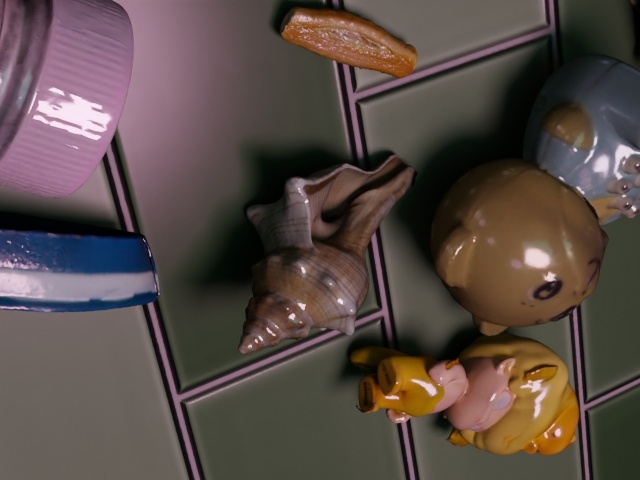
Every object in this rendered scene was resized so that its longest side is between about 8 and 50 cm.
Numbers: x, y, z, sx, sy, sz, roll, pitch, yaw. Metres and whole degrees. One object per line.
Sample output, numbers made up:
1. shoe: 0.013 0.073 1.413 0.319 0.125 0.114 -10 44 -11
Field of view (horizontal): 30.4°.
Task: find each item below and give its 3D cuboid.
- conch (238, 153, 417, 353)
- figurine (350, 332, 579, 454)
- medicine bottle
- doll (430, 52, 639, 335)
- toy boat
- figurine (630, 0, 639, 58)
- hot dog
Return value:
1. conch: -0.013 0.002 1.020 0.137 0.114 0.233 44 50 -44
2. figurine: 0.152 0.148 1.155 0.246 0.131 0.156 13 137 -34
3. medicine bottle: -0.277 -0.132 0.775 0.273 0.165 0.165 16 101 -34
4. doll: 0.215 -0.035 1.088 0.260 0.161 0.177 -50 146 -5
5. toy boat: -0.254 0.012 0.892 0.299 0.096 0.061 7 98 -33
6. figurine: 0.334 -0.228 1.111 0.082 0.098 0.154 -32 142 -11
7. hot dog: 0.027 -0.173 1.008 0.137 0.028 0.044 12 130 -30
